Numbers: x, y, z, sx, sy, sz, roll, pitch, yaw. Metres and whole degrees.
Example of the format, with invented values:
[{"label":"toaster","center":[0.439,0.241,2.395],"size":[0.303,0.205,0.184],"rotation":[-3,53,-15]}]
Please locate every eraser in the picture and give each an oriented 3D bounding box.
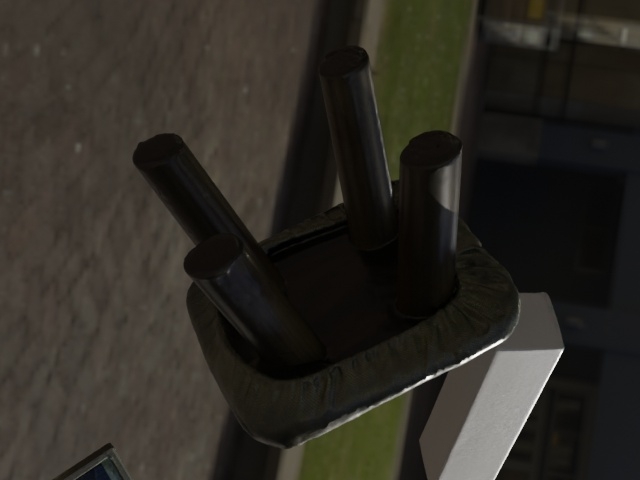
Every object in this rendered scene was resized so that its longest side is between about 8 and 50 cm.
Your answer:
[{"label":"eraser","center":[0.186,0.177,1.538],"size":[0.298,0.078,0.076],"rotation":[105,-20,-49]}]

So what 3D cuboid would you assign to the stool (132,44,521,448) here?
[{"label":"stool","center":[0.000,0.000,1.355],"size":[0.310,0.310,0.226],"rotation":[55,-10,53]}]

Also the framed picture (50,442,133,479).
[{"label":"framed picture","center":[-0.276,0.361,1.668],"size":[0.015,0.150,0.203],"rotation":[34,-28,54]}]
